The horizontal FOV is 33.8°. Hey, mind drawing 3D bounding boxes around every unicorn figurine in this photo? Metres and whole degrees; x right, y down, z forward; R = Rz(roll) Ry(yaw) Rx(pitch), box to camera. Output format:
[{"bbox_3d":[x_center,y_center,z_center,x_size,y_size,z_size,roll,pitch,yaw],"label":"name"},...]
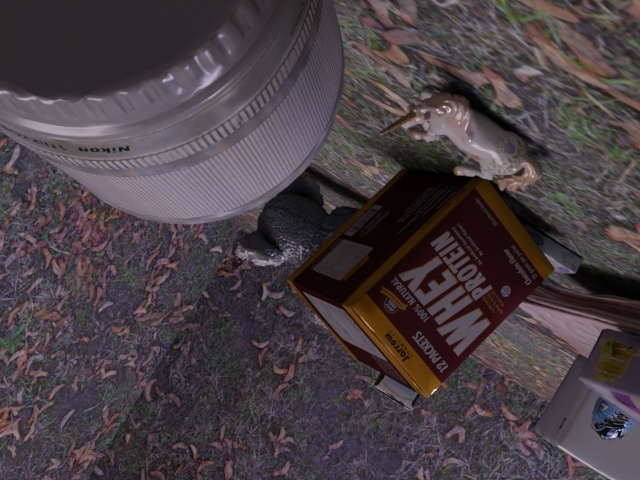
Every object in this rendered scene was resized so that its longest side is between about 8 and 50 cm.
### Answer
[{"bbox_3d":[0.111,-0.087,0.841,0.162,0.060,0.111,16,178,-15],"label":"unicorn figurine"}]

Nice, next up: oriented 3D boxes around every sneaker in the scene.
[{"bbox_3d":[0.363,0.208,1.253,0.063,0.073,0.162,29,170,7],"label":"sneaker"}]

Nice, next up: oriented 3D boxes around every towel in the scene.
[{"bbox_3d":[0.417,0.148,1.156,0.332,0.053,0.317,35,170,-28],"label":"towel"}]

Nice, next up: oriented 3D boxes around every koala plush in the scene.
[{"bbox_3d":[0.000,0.000,1.592,0.221,0.196,0.203,31,163,8],"label":"koala plush"}]

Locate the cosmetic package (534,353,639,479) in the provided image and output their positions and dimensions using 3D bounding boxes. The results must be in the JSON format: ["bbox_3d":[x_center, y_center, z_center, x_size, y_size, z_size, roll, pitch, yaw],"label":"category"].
[{"bbox_3d":[0.582,0.359,1.643,0.453,0.161,0.230,30,177,5],"label":"cosmetic package"}]

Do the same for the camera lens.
[{"bbox_3d":[-0.102,-0.137,0.641,0.219,0.219,0.274,30,174,10],"label":"camera lens"}]

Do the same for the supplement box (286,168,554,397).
[{"bbox_3d":[0.100,0.036,1.118,0.129,0.191,0.194,50,169,-18],"label":"supplement box"}]

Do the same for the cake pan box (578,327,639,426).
[{"bbox_3d":[0.420,0.192,1.018,0.267,0.070,0.245,36,170,-33],"label":"cake pan box"}]

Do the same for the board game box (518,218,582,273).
[{"bbox_3d":[0.231,0.006,1.155,0.090,0.020,0.090,32,174,-6],"label":"board game box"}]

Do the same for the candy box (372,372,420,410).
[{"bbox_3d":[0.168,0.147,1.638,0.071,0.233,0.159,30,174,6],"label":"candy box"}]
